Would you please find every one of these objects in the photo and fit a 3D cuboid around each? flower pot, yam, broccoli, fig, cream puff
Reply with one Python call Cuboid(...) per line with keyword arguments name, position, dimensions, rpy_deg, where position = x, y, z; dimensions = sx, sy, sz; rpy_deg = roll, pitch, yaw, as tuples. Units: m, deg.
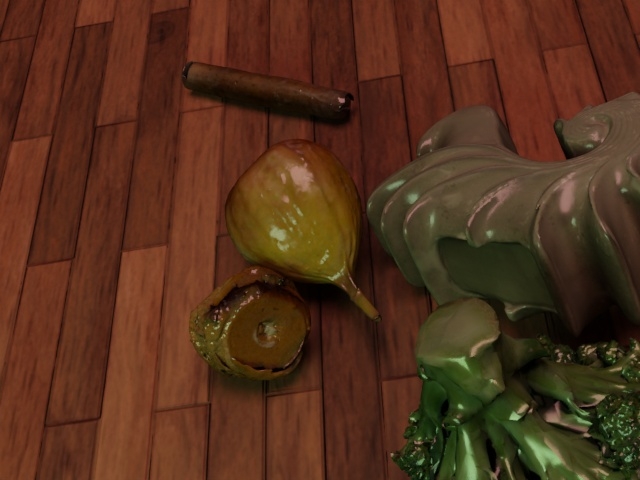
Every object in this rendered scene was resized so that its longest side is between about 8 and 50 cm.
Cuboid(name="flower pot", position=(0.221, -0.037, 1.201), dimensions=(0.367, 0.164, 0.254), rpy_deg=(6, 45, 46))
Cuboid(name="yam", position=(-0.074, -0.204, 1.537), dimensions=(0.264, 0.046, 0.046), rpy_deg=(15, 54, 27))
Cuboid(name="broccoli", position=(0.175, 0.164, 0.979), dimensions=(0.270, 0.270, 0.270), rpy_deg=(-25, 29, 14))
Cuboid(name="fig", position=(0.000, 0.000, 1.261), dimensions=(0.159, 0.159, 0.257), rpy_deg=(-28, 54, -11))
Cuboid(name="cream puff", position=(-0.078, 0.091, 1.221), dimensions=(0.133, 0.119, 0.104), rpy_deg=(-13, 21, -18))
